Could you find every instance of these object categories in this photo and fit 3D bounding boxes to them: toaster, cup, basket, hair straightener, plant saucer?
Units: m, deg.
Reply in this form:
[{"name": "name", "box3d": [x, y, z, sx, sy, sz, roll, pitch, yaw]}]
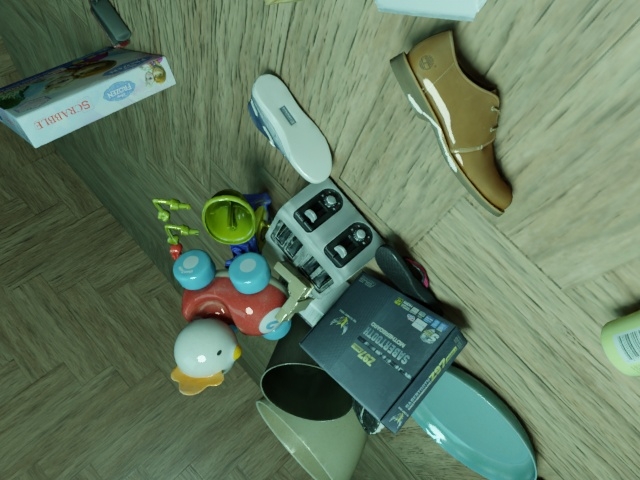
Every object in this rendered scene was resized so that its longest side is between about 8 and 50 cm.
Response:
[{"name": "toaster", "box3d": [0.000, 0.000, 0.796, 0.168, 0.110, 0.185, 50, 154, 4]}, {"name": "cup", "box3d": [0.011, 0.505, 1.268, 0.331, 0.237, 0.331, 37, 150, 25]}, {"name": "basket", "box3d": [-0.023, 0.256, 0.998, 0.204, 0.226, 0.154, 29, 117, -14]}, {"name": "hair straightener", "box3d": [-0.486, -0.544, 0.960, 0.089, 0.047, 0.230, -1, 118, 58]}, {"name": "plant saucer", "box3d": [0.275, 0.344, 0.872, 0.318, 0.044, 0.317, 37, 151, 25]}]

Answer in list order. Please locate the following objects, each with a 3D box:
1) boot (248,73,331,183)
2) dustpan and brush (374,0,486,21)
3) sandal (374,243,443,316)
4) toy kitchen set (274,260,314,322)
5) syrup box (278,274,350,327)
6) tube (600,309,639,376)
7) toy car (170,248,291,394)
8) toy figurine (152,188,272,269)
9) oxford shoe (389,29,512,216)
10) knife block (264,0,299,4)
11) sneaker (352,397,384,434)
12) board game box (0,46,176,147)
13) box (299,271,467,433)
[{"name": "boot", "box3d": [-0.051, -0.171, 0.724, 0.190, 0.069, 0.086, 60, 160, 0]}, {"name": "dustpan and brush", "box3d": [0.085, -0.302, 0.358, 0.147, 0.060, 0.211, 41, 161, 47]}, {"name": "sandal", "box3d": [0.150, 0.062, 0.729, 0.179, 0.040, 0.067, 48, 163, -26]}, {"name": "toy kitchen set", "box3d": [-0.058, 0.093, 0.809, 0.075, 0.083, 0.068, 41, -166, 20]}, {"name": "syrup box", "box3d": [0.023, 0.140, 0.932, 0.237, 0.096, 0.093, 43, 150, 9]}, {"name": "tube", "box3d": [0.363, 0.064, 0.377, 0.070, 0.062, 0.240, 12, 150, -13]}, {"name": "toy car", "box3d": [-0.179, 0.175, 0.819, 0.211, 0.237, 0.219, 3, 142, 13]}, {"name": "toy figurine", "box3d": [-0.180, -0.037, 0.922, 0.191, 0.217, 0.362, 6, 142, 8]}, {"name": "oxford shoe", "box3d": [0.158, -0.114, 0.461, 0.076, 0.076, 0.212, -28, 115, 23]}, {"name": "knife block", "box3d": [-0.043, -0.384, 0.363, 0.242, 0.088, 0.275, 54, 150, 26]}, {"name": "sneaker", "box3d": [0.149, 0.262, 0.831, 0.100, 0.108, 0.271, 58, 143, 31]}, {"name": "board game box", "box3d": [-0.540, -0.337, 0.988, 0.318, 0.319, 0.065, 26, 144, 39]}, {"name": "box", "box3d": [0.095, 0.172, 0.743, 0.233, 0.183, 0.059, 30, 165, 52]}]
